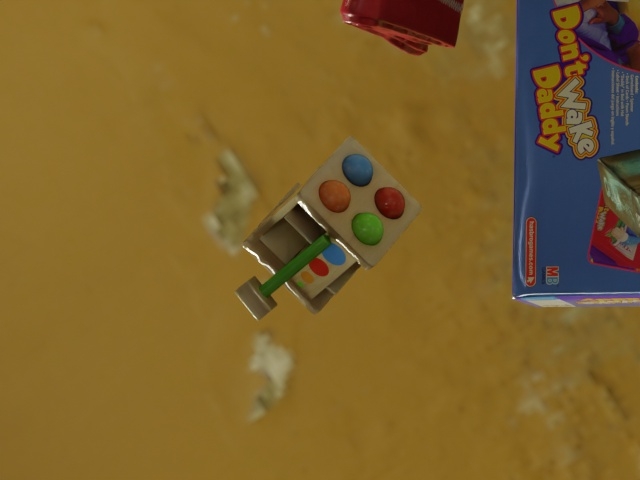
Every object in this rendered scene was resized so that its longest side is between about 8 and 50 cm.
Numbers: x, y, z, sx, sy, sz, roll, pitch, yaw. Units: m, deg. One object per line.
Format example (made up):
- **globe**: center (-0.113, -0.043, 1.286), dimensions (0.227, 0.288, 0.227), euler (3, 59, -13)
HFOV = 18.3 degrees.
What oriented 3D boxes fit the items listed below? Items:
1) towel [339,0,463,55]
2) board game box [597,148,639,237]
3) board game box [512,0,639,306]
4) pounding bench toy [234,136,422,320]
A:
- **towel**: center (0.070, -0.255, 1.229), dimensions (0.199, 0.031, 0.275), euler (0, -79, -73)
- **board game box**: center (0.230, -0.035, 0.904), dimensions (0.126, 0.186, 0.026), euler (-108, 5, -77)
- **board game box**: center (0.258, -0.128, 1.402), dimensions (0.078, 0.233, 0.347), euler (21, -110, -70)
- **pounding bench toy**: center (0.000, 0.000, 0.974), dimensions (0.052, 0.065, 0.083), euler (45, -131, -4)
